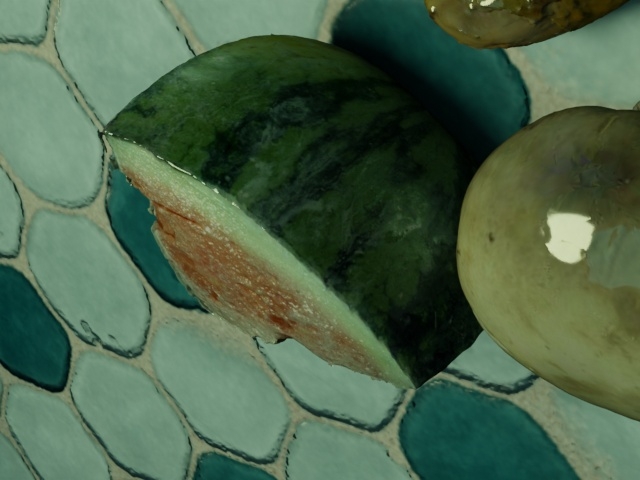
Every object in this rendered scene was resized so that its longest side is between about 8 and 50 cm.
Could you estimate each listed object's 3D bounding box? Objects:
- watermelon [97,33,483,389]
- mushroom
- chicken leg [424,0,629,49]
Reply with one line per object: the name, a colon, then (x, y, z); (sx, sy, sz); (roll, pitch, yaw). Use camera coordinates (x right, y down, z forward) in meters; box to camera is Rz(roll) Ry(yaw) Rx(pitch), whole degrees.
watermelon: (0.000, 0.000, 0.975); (0.262, 0.213, 0.201); (42, 140, 13)
mushroom: (0.195, 0.014, 0.820); (0.255, 0.184, 0.255); (13, 168, 3)
chicken leg: (0.151, -0.173, 0.812); (0.208, 0.085, 0.101); (-12, 95, 39)
